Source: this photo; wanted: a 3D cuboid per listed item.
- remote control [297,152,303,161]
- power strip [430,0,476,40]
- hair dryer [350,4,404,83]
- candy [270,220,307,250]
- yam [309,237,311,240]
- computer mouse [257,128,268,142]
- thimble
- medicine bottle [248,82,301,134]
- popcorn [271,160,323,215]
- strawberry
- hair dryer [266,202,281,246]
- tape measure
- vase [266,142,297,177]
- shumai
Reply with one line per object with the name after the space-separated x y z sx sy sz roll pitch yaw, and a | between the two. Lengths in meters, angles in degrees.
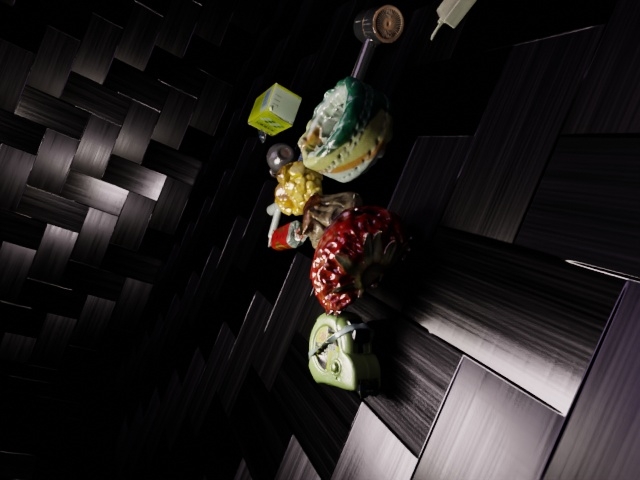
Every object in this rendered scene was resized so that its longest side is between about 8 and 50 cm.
-0.083 -0.257 1.709 0.043 0.027 0.153 -1 68 68 | remote control
0.332 -0.578 1.153 0.175 0.042 0.075 -49 32 36 | power strip
0.128 -0.559 1.473 0.353 0.107 0.189 -67 24 14 | hair dryer
-0.110 -0.012 1.540 0.292 0.059 0.086 -12 62 60 | candy
0.000 0.000 1.345 0.043 0.043 0.094 -66 26 5 | yam
-0.269 -0.531 2.234 0.079 0.047 0.135 126 141 -50 | computer mouse
0.069 -0.303 1.302 0.288 0.167 0.254 -37 40 45 | thimble
-0.207 -0.575 2.049 0.250 0.137 0.141 1 73 62 | medicine bottle
-0.064 -0.169 1.491 0.194 0.163 0.140 94 -166 -47 | popcorn
0.067 0.011 1.037 0.253 0.150 0.280 -40 13 12 | strawberry
-0.158 -0.062 1.698 0.154 0.044 0.183 -22 57 57 | hair dryer
0.047 0.242 1.012 0.200 0.106 0.176 -18 67 58 | tape measure
-0.158 -0.302 1.799 0.183 0.120 0.120 142 143 -67 | vase
0.014 -0.070 1.235 0.201 0.120 0.201 -46 15 16 | shumai
